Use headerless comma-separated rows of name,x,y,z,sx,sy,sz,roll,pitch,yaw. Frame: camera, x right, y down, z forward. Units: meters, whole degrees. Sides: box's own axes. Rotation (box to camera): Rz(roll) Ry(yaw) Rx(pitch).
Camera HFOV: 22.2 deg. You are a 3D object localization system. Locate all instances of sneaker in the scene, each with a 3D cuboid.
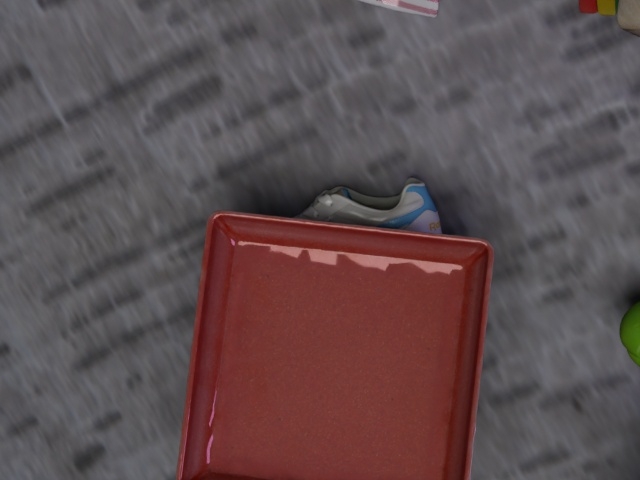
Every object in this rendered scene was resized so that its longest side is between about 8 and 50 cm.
sneaker,0.000,0.000,1.537,0.228,0.087,0.092,-10,100,5

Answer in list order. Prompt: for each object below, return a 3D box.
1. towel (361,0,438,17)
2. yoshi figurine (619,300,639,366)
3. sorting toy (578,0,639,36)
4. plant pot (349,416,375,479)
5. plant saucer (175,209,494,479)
towel,0.055,-0.303,1.437,0.144,0.029,0.197,14,112,2
yoshi figurine,0.455,0.083,1.451,0.362,0.203,0.203,-19,114,17
sorting toy,0.274,-0.274,1.285,0.089,0.257,0.255,7,90,31
plant pot,-0.014,0.207,1.568,0.187,0.188,0.167,-4,96,9
plant saucer,0.014,0.115,1.462,0.259,0.048,0.258,6,85,6
